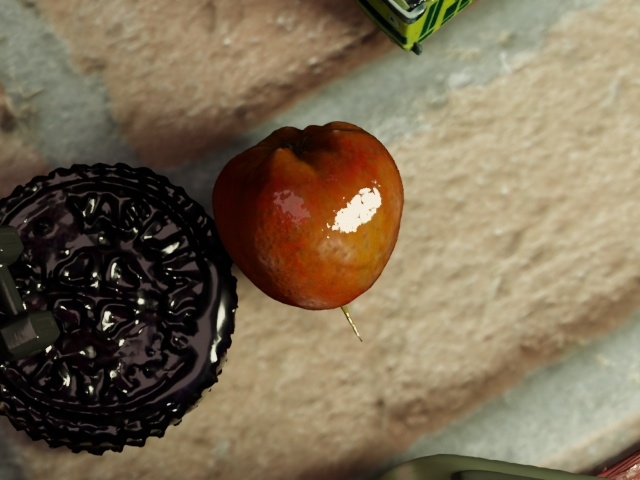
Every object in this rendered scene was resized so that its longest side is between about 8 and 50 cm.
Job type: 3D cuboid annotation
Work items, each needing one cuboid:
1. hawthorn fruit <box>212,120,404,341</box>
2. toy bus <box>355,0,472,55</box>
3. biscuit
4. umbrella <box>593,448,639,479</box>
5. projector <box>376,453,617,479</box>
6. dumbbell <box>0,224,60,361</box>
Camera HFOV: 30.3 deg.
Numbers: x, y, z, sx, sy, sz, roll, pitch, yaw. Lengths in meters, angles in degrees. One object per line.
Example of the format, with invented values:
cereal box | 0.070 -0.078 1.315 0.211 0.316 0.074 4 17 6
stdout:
hawthorn fruit | -0.009 -0.013 0.753 0.125 0.140 0.125 8 39 -7
toy bus | 0.093 -0.209 0.786 0.175 0.101 0.088 -40 82 -10
biscuit | -0.146 0.043 0.774 0.194 0.053 0.195 0 80 1
umbrella | 0.179 0.164 0.765 0.165 0.025 0.027 -33 65 -6
projector | 0.126 0.264 0.623 0.248 0.249 0.249 9 89 2
dumbbell | -0.193 0.033 0.730 0.040 0.036 0.083 -25 80 -2
